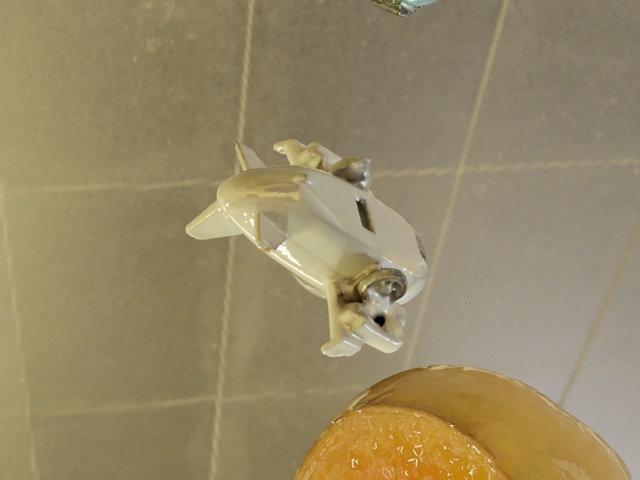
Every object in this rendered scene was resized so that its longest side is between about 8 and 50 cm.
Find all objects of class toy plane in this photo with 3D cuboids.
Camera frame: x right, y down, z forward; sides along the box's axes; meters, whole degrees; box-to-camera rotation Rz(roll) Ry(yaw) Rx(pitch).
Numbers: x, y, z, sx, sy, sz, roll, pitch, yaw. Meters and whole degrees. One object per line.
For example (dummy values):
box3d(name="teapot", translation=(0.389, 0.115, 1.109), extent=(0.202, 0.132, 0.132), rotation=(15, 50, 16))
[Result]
box3d(name="toy plane", translation=(0.000, 0.000, 1.244), extent=(0.117, 0.244, 0.245), rotation=(-38, 136, 26))

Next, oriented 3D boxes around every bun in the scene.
box3d(name="bun", translation=(0.116, 0.231, 0.920), extent=(0.165, 0.299, 0.299), rotation=(-6, 148, -41))

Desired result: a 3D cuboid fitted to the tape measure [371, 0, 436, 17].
box3d(name="tape measure", translation=(0.072, -0.237, 0.984), extent=(0.125, 0.081, 0.146), rotation=(-51, 145, -15))
